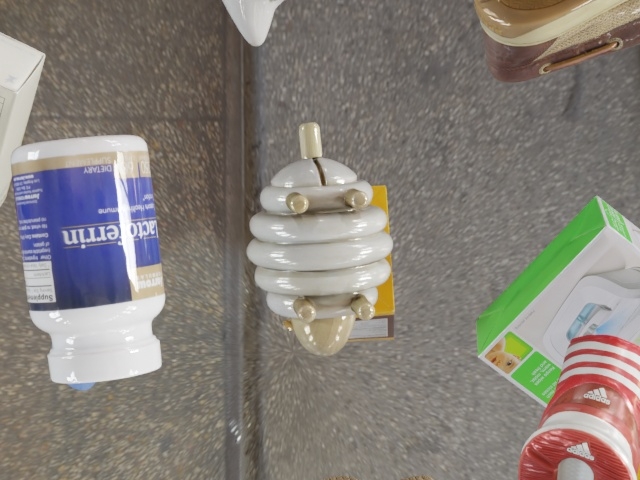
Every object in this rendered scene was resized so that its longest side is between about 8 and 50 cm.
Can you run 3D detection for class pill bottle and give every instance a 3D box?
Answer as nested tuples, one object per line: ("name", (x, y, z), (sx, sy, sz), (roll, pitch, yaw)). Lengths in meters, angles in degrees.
("pill bottle", (-0.256, 0.020, 1.149), (0.153, 0.153, 0.265), (-7, 93, -2))

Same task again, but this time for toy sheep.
("toy sheep", (0.000, 0.000, 0.573), (0.091, 0.091, 0.132), (1, 97, -1))

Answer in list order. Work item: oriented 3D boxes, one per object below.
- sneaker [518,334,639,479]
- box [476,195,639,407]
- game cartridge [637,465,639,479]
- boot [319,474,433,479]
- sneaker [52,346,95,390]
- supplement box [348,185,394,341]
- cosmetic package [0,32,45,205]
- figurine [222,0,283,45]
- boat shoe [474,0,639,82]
("sneaker", (0.167, 0.148, 0.632), (0.087, 0.221, 0.128), (23, 49, 17))
("box", (0.390, 0.115, 1.435), (0.231, 0.127, 0.262), (38, 112, -8))
("game cartridge", (0.424, 0.376, 1.262), (0.323, 0.053, 0.285), (41, 112, -7))
("boot", (0.078, 0.486, 1.669), (0.248, 0.090, 0.207), (-5, 117, -5))
("sneaker", (-0.351, 0.114, 1.562), (0.081, 0.090, 0.232), (22, 40, -30))
("supplement box", (0.041, 0.041, 1.534), (0.129, 0.194, 0.191), (-4, 72, 2))
("cosmetic package", (-0.533, -0.167, 1.524), (0.160, 0.309, 0.113), (26, 40, -8))
("figurine", (-0.024, -0.230, 0.497), (0.215, 0.092, 0.209), (-37, 89, 32))
("boat shoe", (0.300, -0.232, 0.907), (0.342, 0.123, 0.123), (-25, 53, -4))
